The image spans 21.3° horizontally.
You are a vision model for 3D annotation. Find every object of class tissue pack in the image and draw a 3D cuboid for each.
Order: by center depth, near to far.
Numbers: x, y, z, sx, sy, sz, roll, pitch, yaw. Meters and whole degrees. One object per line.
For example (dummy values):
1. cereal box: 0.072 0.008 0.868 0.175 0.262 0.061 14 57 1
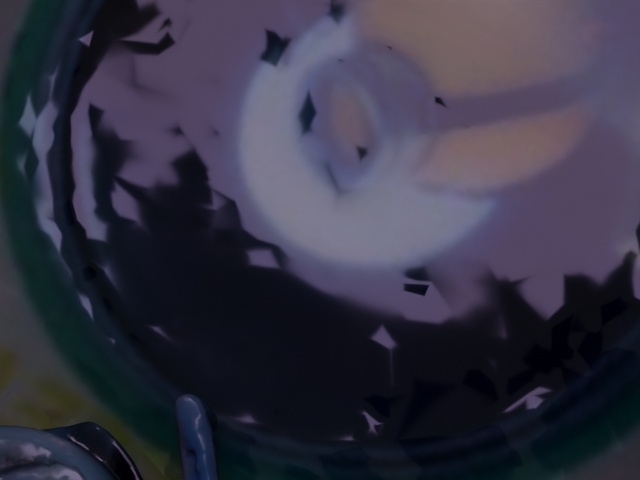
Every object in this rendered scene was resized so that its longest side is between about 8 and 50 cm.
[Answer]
1. tissue pack: 0.000 0.000 0.492 0.287 0.162 0.388 32 82 15

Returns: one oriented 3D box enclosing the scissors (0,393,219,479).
1. scissors: -0.048 0.226 0.343 0.180 0.032 0.393 4 79 10
